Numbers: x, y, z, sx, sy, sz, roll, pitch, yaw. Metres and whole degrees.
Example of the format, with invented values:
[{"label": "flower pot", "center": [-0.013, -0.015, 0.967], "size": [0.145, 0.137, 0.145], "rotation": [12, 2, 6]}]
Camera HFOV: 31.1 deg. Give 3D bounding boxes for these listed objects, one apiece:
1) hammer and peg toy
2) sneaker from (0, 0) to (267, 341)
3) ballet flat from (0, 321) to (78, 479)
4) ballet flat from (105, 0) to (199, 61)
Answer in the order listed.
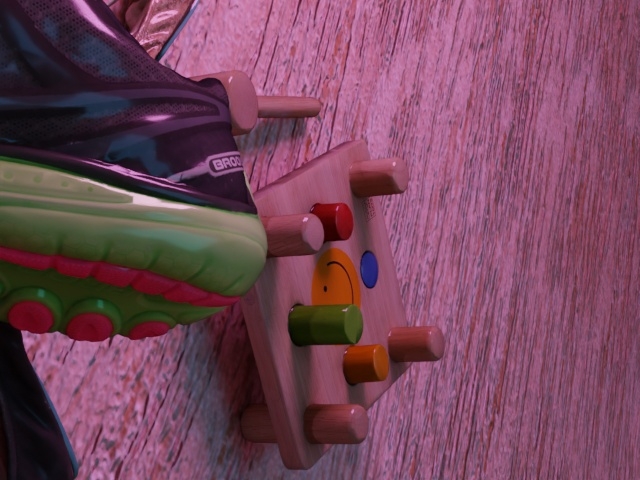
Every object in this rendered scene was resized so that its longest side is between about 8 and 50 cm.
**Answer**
[{"label": "hammer and peg toy", "center": [0.000, 0.000, 1.099], "size": [0.266, 0.127, 0.361], "rotation": [-33, 114, -56]}, {"label": "sneaker", "center": [-0.243, -0.091, 0.619], "size": [0.483, 0.185, 0.202], "rotation": [24, 51, -37]}, {"label": "ballet flat", "center": [-0.234, 0.070, 0.742], "size": [0.096, 0.095, 0.280], "rotation": [-35, 115, -46]}, {"label": "ballet flat", "center": [-0.162, -0.149, 0.931], "size": [0.067, 0.073, 0.206], "rotation": [34, 50, -20]}]
